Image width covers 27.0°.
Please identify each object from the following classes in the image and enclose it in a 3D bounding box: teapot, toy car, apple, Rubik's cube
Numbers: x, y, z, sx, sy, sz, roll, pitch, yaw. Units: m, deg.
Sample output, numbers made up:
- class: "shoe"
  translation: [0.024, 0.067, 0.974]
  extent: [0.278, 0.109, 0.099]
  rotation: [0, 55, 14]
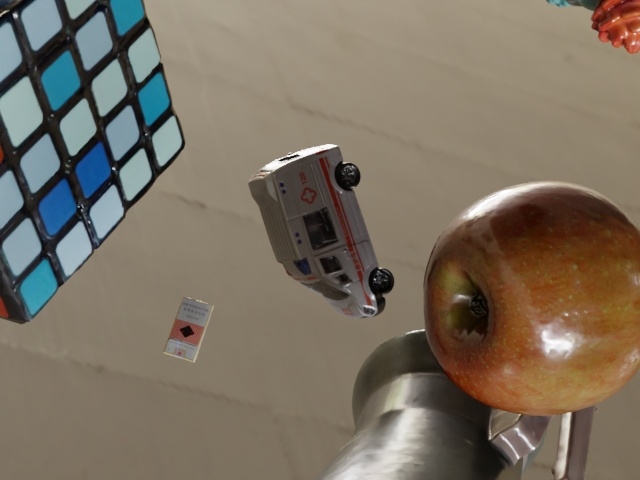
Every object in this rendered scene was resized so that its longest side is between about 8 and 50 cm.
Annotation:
- class: "teapot"
  translation: [0.102, 0.239, 1.167]
  extent: [0.253, 0.300, 0.344]
  rotation: [51, -150, -16]
- class: "toy car"
  translation: [0.000, 0.000, 1.504]
  extent: [0.108, 0.089, 0.210]
  rotation: [-22, -82, -29]
- class: "apple"
  translation: [0.163, 0.045, 1.001]
  extent: [0.168, 0.181, 0.181]
  rotation: [-8, -133, -36]
- class: "Rubik's cube"
  translation: [-0.218, -0.088, 0.809]
  extent: [0.182, 0.187, 0.184]
  rotation: [15, -132, 27]

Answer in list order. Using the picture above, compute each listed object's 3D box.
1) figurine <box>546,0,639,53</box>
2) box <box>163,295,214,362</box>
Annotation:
- class: "figurine"
  translation: [0.181, -0.203, 0.903]
  extent: [0.245, 0.110, 0.138]
  rotation: [-117, 6, -78]
- class: "box"
  translation: [-0.180, 0.122, 1.822]
  extent: [0.046, 0.083, 0.012]
  rotation: [17, 162, 6]
